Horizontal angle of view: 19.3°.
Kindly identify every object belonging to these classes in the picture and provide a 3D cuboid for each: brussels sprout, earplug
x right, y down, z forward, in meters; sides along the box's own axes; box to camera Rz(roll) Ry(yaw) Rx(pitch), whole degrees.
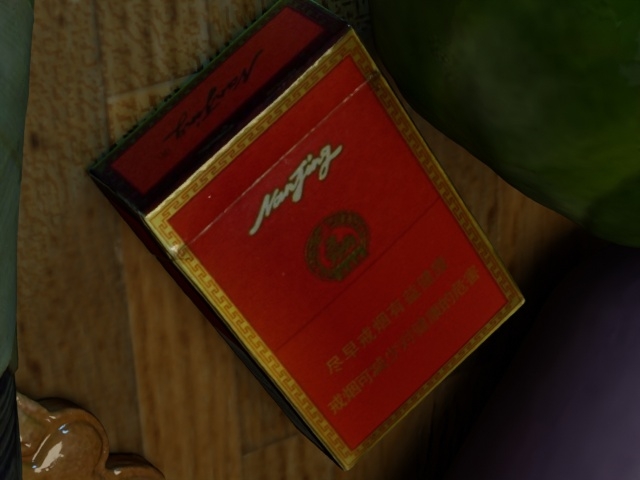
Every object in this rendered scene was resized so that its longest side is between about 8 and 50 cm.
[{"bbox_3d":[0.203,-0.131,0.980,0.289,0.281,0.354,-54,140,1],"label":"brussels sprout"},{"bbox_3d":[0.147,0.206,1.162,0.215,0.215,0.456,26,91,-40],"label":"earplug"}]

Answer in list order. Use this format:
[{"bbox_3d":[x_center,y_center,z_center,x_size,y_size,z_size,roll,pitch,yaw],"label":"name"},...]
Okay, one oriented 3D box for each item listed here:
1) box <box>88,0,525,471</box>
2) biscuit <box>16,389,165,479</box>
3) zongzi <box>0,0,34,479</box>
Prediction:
[{"bbox_3d":[0.000,0.000,1.044,0.153,0.074,0.240,-40,130,-5],"label":"box"},{"bbox_3d":[-0.177,0.155,1.029,0.183,0.043,0.280,-39,132,-16],"label":"biscuit"},{"bbox_3d":[-0.168,-0.014,0.877,0.317,0.154,0.289,-47,135,-28],"label":"zongzi"}]
